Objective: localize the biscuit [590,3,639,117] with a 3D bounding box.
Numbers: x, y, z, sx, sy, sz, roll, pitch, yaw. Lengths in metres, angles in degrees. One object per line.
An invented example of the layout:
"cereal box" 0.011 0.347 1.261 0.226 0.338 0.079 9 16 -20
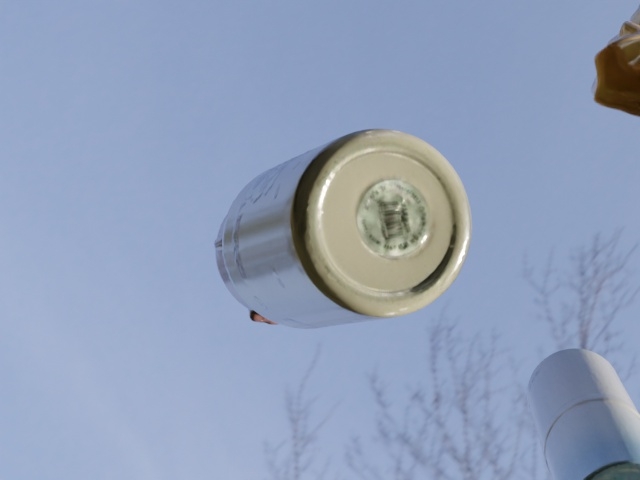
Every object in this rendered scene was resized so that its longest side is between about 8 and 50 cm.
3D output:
"biscuit" 0.243 -0.088 0.741 0.204 0.309 0.040 16 -69 17

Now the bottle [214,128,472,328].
"bottle" 0.000 0.000 1.004 0.110 0.110 0.233 59 -18 -5

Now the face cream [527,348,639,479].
"face cream" 0.198 0.148 1.164 0.077 0.250 0.077 0 -76 2
